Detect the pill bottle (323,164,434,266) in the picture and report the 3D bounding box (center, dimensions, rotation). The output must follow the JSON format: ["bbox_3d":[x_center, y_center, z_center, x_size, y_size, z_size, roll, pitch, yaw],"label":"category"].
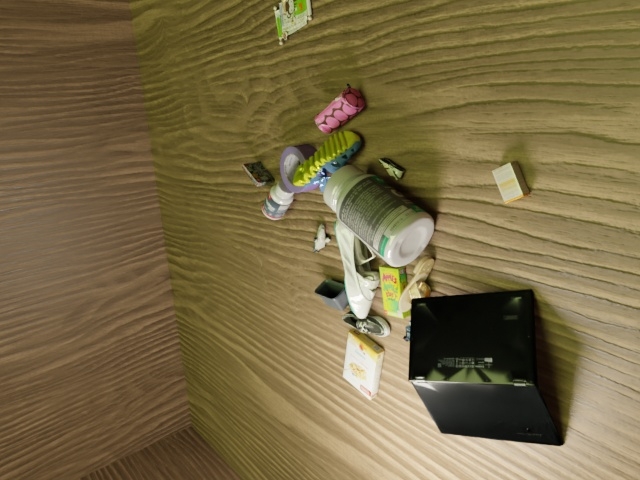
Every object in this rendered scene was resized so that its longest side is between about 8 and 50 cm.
[{"bbox_3d":[0.182,-0.093,1.703,0.361,0.204,0.204,43,134,35],"label":"pill bottle"}]

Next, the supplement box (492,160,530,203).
[{"bbox_3d":[0.513,-0.157,1.382,0.062,0.036,0.098,-26,82,54],"label":"supplement box"}]

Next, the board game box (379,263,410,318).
[{"bbox_3d":[0.265,0.180,1.830,0.092,0.043,0.181,6,108,52],"label":"board game box"}]

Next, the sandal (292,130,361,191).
[{"bbox_3d":[0.042,-0.284,1.901,0.317,0.138,0.126,-34,37,38],"label":"sandal"}]

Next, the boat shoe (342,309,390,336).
[{"bbox_3d":[0.173,0.327,1.985,0.219,0.070,0.078,13,113,50],"label":"boat shoe"}]

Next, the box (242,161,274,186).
[{"bbox_3d":[-0.283,-0.304,2.330,0.137,0.094,0.027,50,138,29],"label":"box"}]

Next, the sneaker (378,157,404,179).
[{"bbox_3d":[0.232,-0.241,1.719,0.109,0.040,0.044,43,136,36],"label":"sneaker"}]

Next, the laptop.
[{"bbox_3d":[0.489,0.385,1.551,0.382,0.236,0.408,-10,67,37],"label":"laptop"}]

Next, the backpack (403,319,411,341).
[{"bbox_3d":[0.351,0.303,1.711,0.114,0.105,0.084,19,116,48],"label":"backpack"}]

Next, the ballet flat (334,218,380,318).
[{"bbox_3d":[0.150,0.095,1.897,0.139,0.139,0.400,-7,96,54],"label":"ballet flat"}]

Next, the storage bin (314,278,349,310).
[{"bbox_3d":[0.059,0.224,2.092,0.135,0.098,0.091,15,142,49],"label":"storage bin"}]

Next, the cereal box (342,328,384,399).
[{"bbox_3d":[0.170,0.499,2.072,0.173,0.047,0.240,32,127,43],"label":"cereal box"}]

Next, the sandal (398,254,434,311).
[{"bbox_3d":[0.332,0.168,1.701,0.079,0.088,0.240,47,131,41],"label":"sandal"}]

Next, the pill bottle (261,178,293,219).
[{"bbox_3d":[-0.179,-0.182,2.228,0.108,0.108,0.180,59,141,19],"label":"pill bottle"}]

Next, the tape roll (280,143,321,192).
[{"bbox_3d":[-0.080,-0.292,2.079,0.189,0.080,0.189,22,119,47],"label":"tape roll"}]

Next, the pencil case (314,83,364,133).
[{"bbox_3d":[0.060,-0.458,1.816,0.209,0.098,0.095,-31,72,53],"label":"pencil case"}]

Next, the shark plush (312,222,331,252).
[{"bbox_3d":[0.000,0.000,2.133,0.161,0.073,0.067,94,165,-57],"label":"shark plush"}]

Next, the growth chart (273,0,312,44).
[{"bbox_3d":[-0.106,-0.872,1.946,0.237,0.021,0.172,-10,94,53],"label":"growth chart"}]
